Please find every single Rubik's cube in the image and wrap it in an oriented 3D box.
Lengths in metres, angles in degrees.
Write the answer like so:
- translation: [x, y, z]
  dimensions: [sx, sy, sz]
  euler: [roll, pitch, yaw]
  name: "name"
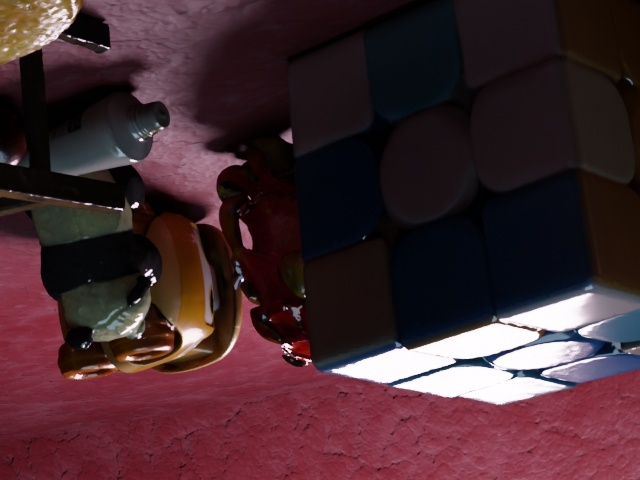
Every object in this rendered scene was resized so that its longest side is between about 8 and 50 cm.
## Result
- translation: [0.205, -0.043, 1.786]
  dimensions: [0.346, 0.347, 0.344]
  euler: [-21, 155, 37]
  name: "Rubik's cube"

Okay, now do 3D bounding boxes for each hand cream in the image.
- translation: [-0.303, -0.086, 1.885]
  dimensions: [0.340, 0.078, 0.124]
  euler: [-18, -162, 30]
  name: "hand cream"

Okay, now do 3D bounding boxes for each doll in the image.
- translation: [-0.265, 0.007, 2.005]
  dimensions: [0.143, 0.234, 0.135]
  euler: [-13, -175, 2]
  name: "doll"

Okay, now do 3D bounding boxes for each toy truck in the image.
- translation: [-0.236, 0.072, 2.279]
  dimensions: [0.211, 0.204, 0.288]
  euler: [1, 162, -41]
  name: "toy truck"

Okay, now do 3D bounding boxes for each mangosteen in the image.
- translation: [-0.344, -0.107, 1.812]
  dimensions: [0.081, 0.081, 0.081]
  euler: [-8, 165, -2]
  name: "mangosteen"

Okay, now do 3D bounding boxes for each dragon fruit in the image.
- translation: [-0.006, 0.015, 2.007]
  dimensions: [0.307, 0.243, 0.227]
  euler: [17, 151, 16]
  name: "dragon fruit"

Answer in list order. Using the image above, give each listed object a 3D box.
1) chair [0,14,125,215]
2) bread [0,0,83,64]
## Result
- translation: [-0.388, -0.122, 1.504]
  dimensions: [0.240, 0.203, 0.416]
  euler: [-11, 167, 26]
  name: "chair"
- translation: [-0.289, -0.220, 1.289]
  dimensions: [0.268, 0.146, 0.268]
  euler: [-10, 165, -3]
  name: "bread"
